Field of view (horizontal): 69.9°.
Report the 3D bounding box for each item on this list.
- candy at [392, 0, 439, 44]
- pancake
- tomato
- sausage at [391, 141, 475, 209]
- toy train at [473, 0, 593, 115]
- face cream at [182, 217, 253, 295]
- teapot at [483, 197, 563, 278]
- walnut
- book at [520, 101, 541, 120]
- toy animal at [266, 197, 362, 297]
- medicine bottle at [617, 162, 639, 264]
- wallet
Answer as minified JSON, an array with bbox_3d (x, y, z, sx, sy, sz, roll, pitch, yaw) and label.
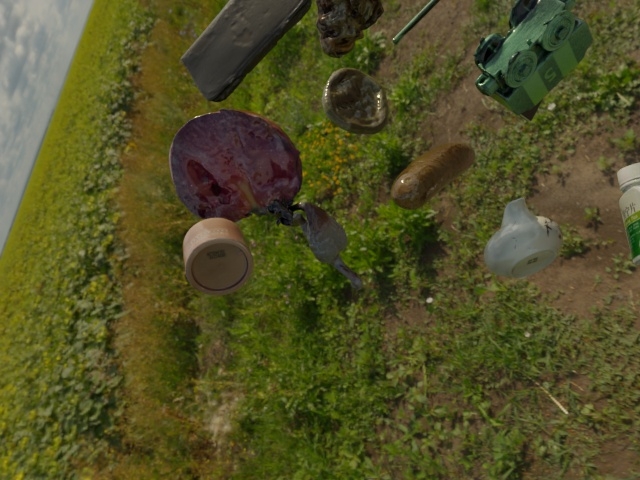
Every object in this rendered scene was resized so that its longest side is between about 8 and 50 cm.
[{"bbox_3d":[0.358,-0.707,1.272,0.440,0.119,0.119,-44,36,-2],"label":"candy"},{"bbox_3d":[0.139,-0.524,1.712,0.049,0.294,0.295,136,142,-58],"label":"pancake"},{"bbox_3d":[-0.210,-0.210,1.191,0.334,0.290,0.176,-18,26,12],"label":"tomato"},{"bbox_3d":[0.380,-0.229,1.461,0.123,0.500,0.136,22,127,30],"label":"sausage"},{"bbox_3d":[0.551,-0.485,1.198,0.299,0.238,0.167,-46,47,19],"label":"toy train"},{"bbox_3d":[-0.233,0.036,1.038,0.149,0.149,0.104,-59,30,16],"label":"face cream"},{"bbox_3d":[0.547,0.018,1.270,0.208,0.300,0.166,-28,66,-5],"label":"teapot"},{"bbox_3d":[0.073,-0.603,1.178,0.204,0.141,0.238,-42,-4,-41],"label":"walnut"},{"bbox_3d":[0.720,-0.552,1.652,0.160,0.228,0.024,-64,26,10],"label":"book"},{"bbox_3d":[0.015,0.007,1.077,0.090,0.324,0.195,-47,6,-17],"label":"toy animal"},{"bbox_3d":[0.616,-0.051,0.863,0.069,0.119,0.183,-6,74,16],"label":"medicine bottle"},{"bbox_3d":[-0.164,-0.446,0.979,0.309,0.042,0.165,-41,73,18],"label":"wallet"}]
